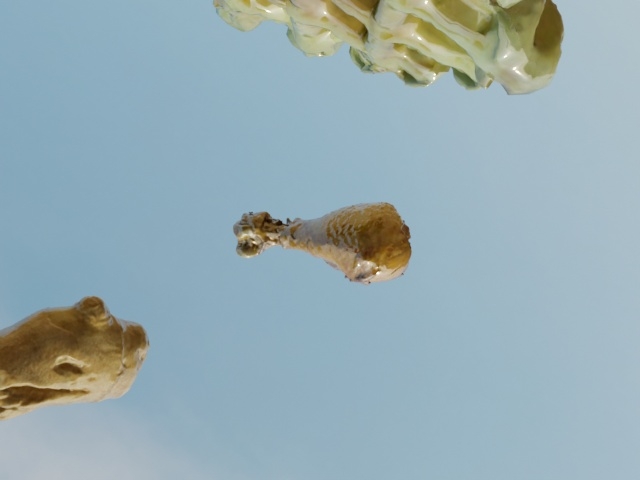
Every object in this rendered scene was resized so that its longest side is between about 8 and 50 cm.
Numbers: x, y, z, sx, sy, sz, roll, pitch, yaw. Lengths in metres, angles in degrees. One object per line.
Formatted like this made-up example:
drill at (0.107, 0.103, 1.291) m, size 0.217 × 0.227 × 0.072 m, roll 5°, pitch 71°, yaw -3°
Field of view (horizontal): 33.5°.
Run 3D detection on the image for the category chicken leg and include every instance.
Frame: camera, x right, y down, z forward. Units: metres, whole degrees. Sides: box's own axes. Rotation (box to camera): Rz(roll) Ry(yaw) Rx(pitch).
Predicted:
chicken leg at (0.000, -0.003, 1.302) m, size 0.107 × 0.252 × 0.087 m, roll -42°, pitch -50°, yaw -53°

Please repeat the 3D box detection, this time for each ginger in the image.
ginger at (-0.380, 0.168, 1.429) m, size 0.354 × 0.190 × 0.126 m, roll -16°, pitch -129°, yaw -40°

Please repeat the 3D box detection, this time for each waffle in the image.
waffle at (-0.037, -0.175, 0.460) m, size 0.309 × 0.056 × 0.292 m, roll 28°, pitch 164°, yaw 51°
